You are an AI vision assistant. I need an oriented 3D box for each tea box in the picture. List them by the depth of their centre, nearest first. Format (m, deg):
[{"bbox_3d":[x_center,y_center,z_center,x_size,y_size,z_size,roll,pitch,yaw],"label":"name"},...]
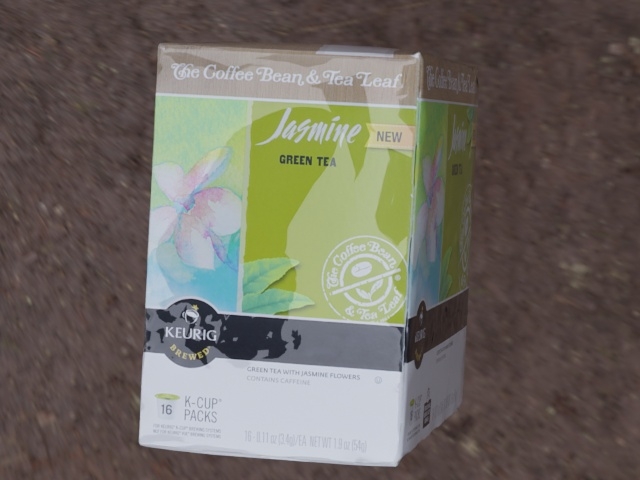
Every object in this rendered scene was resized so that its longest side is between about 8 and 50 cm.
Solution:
[{"bbox_3d":[0.000,0.000,1.666,0.220,0.329,0.323,3,94,12],"label":"tea box"}]
